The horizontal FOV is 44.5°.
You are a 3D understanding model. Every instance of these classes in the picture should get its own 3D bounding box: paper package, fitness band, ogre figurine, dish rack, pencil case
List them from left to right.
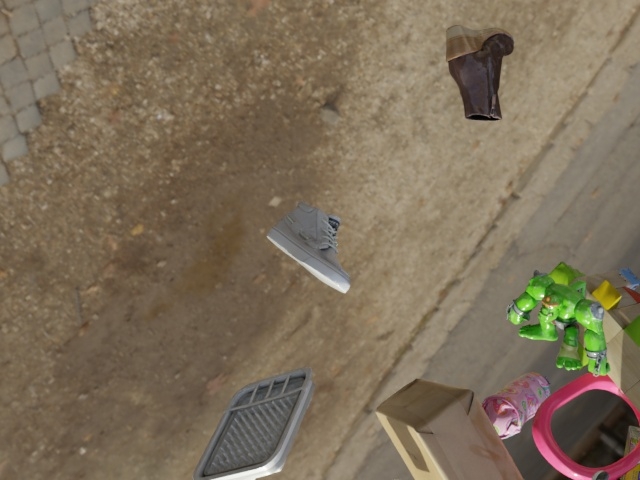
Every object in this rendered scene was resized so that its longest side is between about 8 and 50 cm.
[{"bbox_3d":[-0.151,0.476,1.953,0.285,0.072,0.333,-22,-156,32],"label":"dish rack"},{"bbox_3d":[0.312,0.510,1.893,0.168,0.309,0.325,-31,-178,-14],"label":"paper package"},{"bbox_3d":[0.537,0.444,2.125,0.284,0.124,0.124,-7,133,-55],"label":"pencil case"},{"bbox_3d":[0.390,0.125,1.274,0.096,0.197,0.118,-5,118,-15],"label":"ogre figurine"},{"bbox_3d":[0.579,0.391,1.640,0.290,0.209,0.054,-22,149,-27],"label":"fitness band"}]

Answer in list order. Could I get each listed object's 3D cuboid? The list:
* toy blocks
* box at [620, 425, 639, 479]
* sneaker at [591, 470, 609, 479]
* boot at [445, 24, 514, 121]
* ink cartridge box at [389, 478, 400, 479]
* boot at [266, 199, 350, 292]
[{"bbox_3d":[0.688,0.205,1.705,0.261,0.381,0.191,-5,139,-42],"label":"toy blocks"},{"bbox_3d":[0.839,0.552,1.785,0.290,0.279,0.177,19,80,-67],"label":"box"},{"bbox_3d":[0.477,0.425,1.334,0.083,0.035,0.031,-30,118,-39],"label":"sneaker"},{"bbox_3d":[0.365,-0.360,1.723,0.248,0.207,0.090,-8,174,-46],"label":"boot"},{"bbox_3d":[0.117,0.664,1.847,0.176,0.127,0.128,-9,109,1],"label":"ink cartridge box"},{"bbox_3d":[0.000,0.000,1.579,0.123,0.258,0.095,-50,136,-5],"label":"boot"}]
